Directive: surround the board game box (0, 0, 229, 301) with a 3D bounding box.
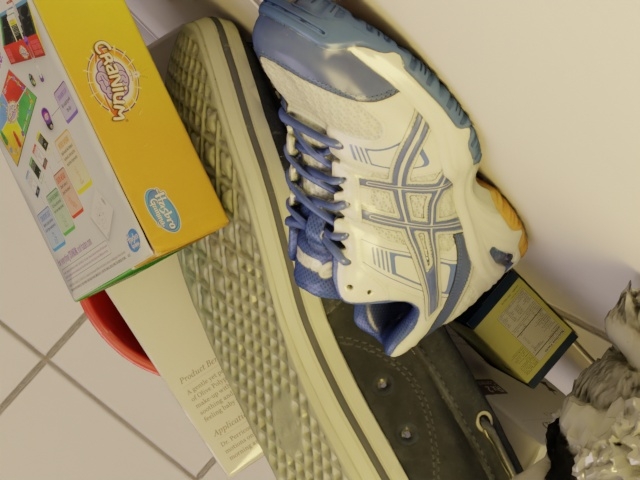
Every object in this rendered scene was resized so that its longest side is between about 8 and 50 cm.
[{"bbox_3d":[-0.204,-0.121,1.032,0.317,0.064,0.242,65,154,-2],"label":"board game box"}]

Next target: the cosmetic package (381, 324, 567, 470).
[{"bbox_3d":[0.120,0.175,1.132,0.183,0.151,0.151,40,-162,33],"label":"cosmetic package"}]

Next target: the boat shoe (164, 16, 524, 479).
[{"bbox_3d":[0.014,0.054,1.005,0.500,0.156,0.187,65,152,14],"label":"boat shoe"}]

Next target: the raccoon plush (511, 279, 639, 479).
[{"bbox_3d":[0.309,0.194,0.705,0.446,0.299,0.216,8,149,12],"label":"raccoon plush"}]

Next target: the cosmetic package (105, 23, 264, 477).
[{"bbox_3d":[-0.106,0.010,1.236,0.366,0.197,0.155,59,175,-1],"label":"cosmetic package"}]

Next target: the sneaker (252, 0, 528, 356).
[{"bbox_3d":[0.029,-0.025,0.801,0.112,0.131,0.296,39,173,43],"label":"sneaker"}]

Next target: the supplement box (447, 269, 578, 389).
[{"bbox_3d":[0.144,0.063,1.056,0.083,0.056,0.083,44,174,-19],"label":"supplement box"}]

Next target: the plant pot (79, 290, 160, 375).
[{"bbox_3d":[-0.118,-0.001,1.443,0.275,0.275,0.243,42,-176,-1],"label":"plant pot"}]
